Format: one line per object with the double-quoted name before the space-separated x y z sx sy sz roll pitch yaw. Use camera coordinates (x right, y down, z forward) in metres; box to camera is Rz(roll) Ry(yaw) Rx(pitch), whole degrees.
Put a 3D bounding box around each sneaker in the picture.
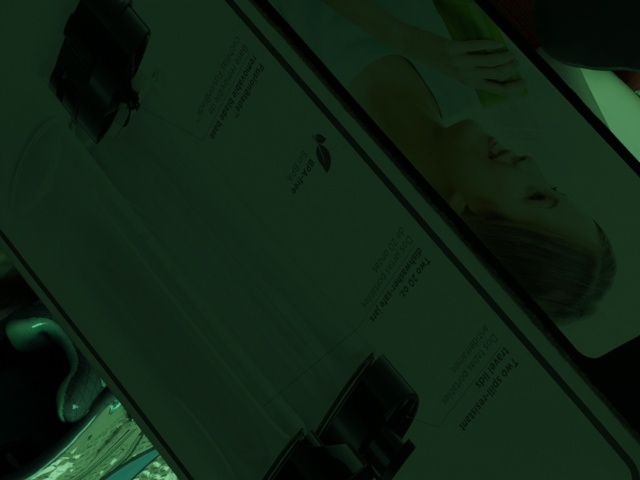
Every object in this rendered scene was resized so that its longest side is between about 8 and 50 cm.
"sneaker" -0.096 0.074 0.883 0.283 0.110 0.122 -28 154 -32

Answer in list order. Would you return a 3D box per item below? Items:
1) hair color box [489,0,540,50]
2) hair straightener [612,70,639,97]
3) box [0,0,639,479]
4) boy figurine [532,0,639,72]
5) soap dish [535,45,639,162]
"hair color box" 0.058 -0.073 0.939 0.141 0.043 0.072 -27 157 -34
"hair straightener" 0.183 -0.091 1.121 0.089 0.047 0.230 -24 155 -38
"box" 0.000 0.000 0.624 0.087 0.290 0.169 -21 152 -42
"boy figurine" 0.153 -0.132 0.864 0.092 0.177 0.285 -3 -174 14
"soap dish" 0.137 0.037 0.944 0.118 0.229 0.291 -28 164 17
